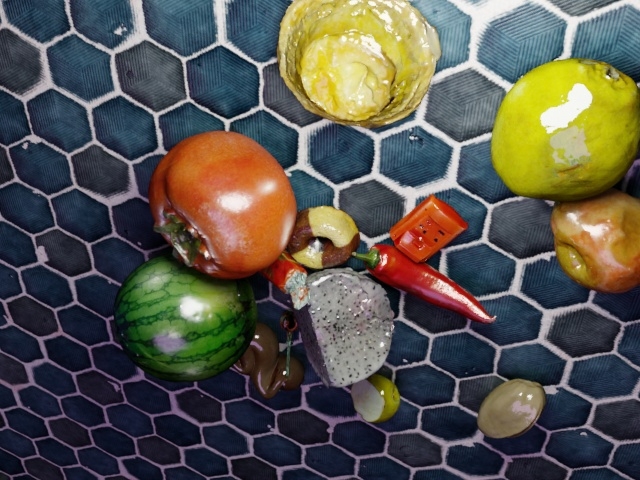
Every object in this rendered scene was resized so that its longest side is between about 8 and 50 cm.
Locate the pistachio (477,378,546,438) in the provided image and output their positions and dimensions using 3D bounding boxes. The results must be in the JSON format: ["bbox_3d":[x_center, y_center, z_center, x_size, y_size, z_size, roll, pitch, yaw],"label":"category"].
[{"bbox_3d":[0.493,0.436,2.063,0.136,0.136,0.226,32,132,-8],"label":"pistachio"}]

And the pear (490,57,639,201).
[{"bbox_3d":[0.455,-0.198,1.478,0.269,0.269,0.321,31,145,-7],"label":"pear"}]

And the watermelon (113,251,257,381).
[{"bbox_3d":[-0.341,0.192,2.011,0.363,0.363,0.363,10,131,12],"label":"watermelon"}]

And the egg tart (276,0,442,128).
[{"bbox_3d":[0.061,-0.348,1.570,0.341,0.129,0.341,10,129,12],"label":"egg tart"}]

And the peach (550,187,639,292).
[{"bbox_3d":[0.567,-0.011,1.624,0.235,0.214,0.214,42,130,-8],"label":"peach"}]

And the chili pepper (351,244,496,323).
[{"bbox_3d":[0.234,0.089,1.874,0.368,0.137,0.092,23,91,-7],"label":"chili pepper"}]

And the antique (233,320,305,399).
[{"bbox_3d":[-0.146,0.326,2.215,0.143,0.121,0.257,-35,104,28],"label":"antique"}]

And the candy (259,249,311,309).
[{"bbox_3d":[-0.096,0.068,1.903,0.059,0.292,0.086,22,103,-38],"label":"candy"}]

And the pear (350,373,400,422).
[{"bbox_3d":[0.159,0.427,2.194,0.141,0.104,0.141,10,105,40],"label":"pear"}]

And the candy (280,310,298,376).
[{"bbox_3d":[-0.085,0.279,2.154,0.056,0.049,0.184,7,102,16],"label":"candy"}]

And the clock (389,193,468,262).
[{"bbox_3d":[0.245,-0.022,1.820,0.113,0.061,0.155,37,129,-12],"label":"clock"}]

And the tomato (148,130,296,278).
[{"bbox_3d":[-0.212,-0.074,1.803,0.341,0.273,0.341,35,147,27],"label":"tomato"}]

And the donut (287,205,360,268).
[{"bbox_3d":[0.000,0.000,1.918,0.184,0.073,0.166,-2,125,19],"label":"donut"}]

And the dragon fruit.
[{"bbox_3d":[0.056,0.199,1.984,0.204,0.221,0.283,-17,94,-15],"label":"dragon fruit"}]
